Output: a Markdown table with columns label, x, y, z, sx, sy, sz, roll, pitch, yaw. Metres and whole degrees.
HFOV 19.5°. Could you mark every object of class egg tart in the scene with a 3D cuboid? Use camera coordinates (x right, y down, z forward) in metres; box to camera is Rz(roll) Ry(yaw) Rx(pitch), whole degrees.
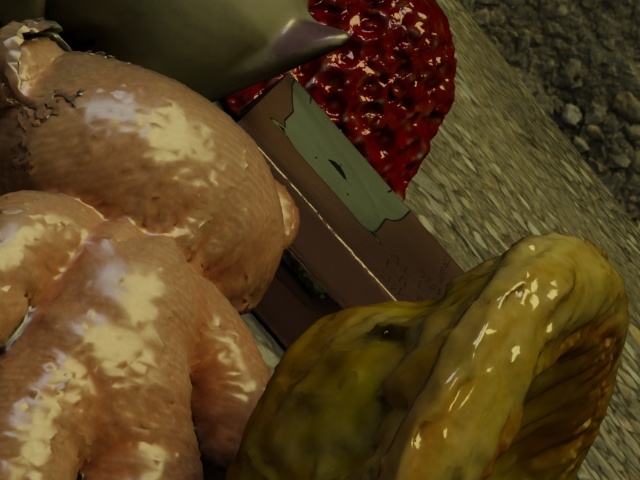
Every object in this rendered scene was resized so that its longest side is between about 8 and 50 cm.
| label | x | y | z | sx | sy | sz | roll | pitch | yaw |
| --- | --- | --- | --- | --- | --- | --- | --- | --- | --- |
| egg tart | 0.028 | 0.129 | 0.833 | 0.128 | 0.319 | 0.319 | 22 | 8 | 18 |

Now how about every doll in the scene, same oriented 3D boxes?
| label | x | y | z | sx | sy | sz | roll | pitch | yaw |
| --- | --- | --- | --- | --- | --- | --- | --- | --- | --- |
| doll | -0.119 | 0.054 | 0.873 | 0.201 | 0.156 | 0.303 | 35 | 48 | -29 |
| doll | -0.162 | -0.240 | 1.247 | 0.370 | 0.226 | 0.215 | 57 | -16 | -8 |

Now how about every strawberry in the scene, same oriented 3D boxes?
| label | x | y | z | sx | sy | sz | roll | pitch | yaw |
| --- | --- | --- | --- | --- | --- | --- | --- | --- | --- |
| strawberry | 0.034 | -0.131 | 1.574 | 0.234 | 0.178 | 0.234 | 38 | 25 | -21 |

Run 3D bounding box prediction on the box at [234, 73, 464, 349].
| label | x | y | z | sx | sy | sz | roll | pitch | yaw |
| --- | --- | --- | --- | --- | --- | --- | --- | --- | --- |
| box | 0.000 | 0.000 | 1.336 | 0.215 | 0.086 | 0.215 | 48 | 17 | -5 |
